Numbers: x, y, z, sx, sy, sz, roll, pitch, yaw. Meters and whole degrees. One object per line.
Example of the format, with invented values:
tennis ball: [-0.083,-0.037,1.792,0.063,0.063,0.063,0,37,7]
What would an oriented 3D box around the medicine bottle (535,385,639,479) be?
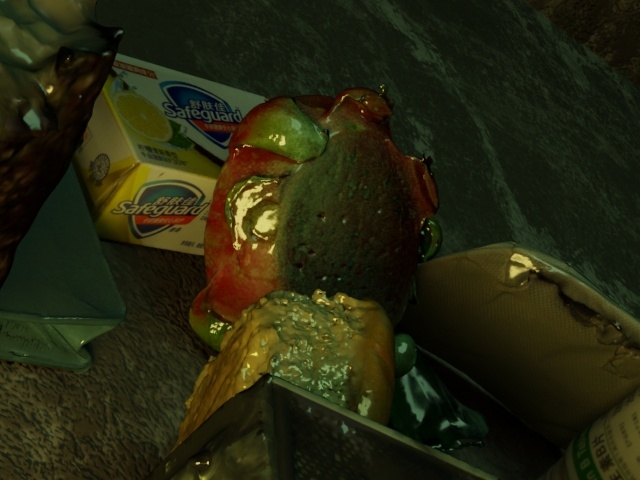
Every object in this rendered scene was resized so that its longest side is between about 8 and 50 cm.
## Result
medicine bottle: [0.298,0.230,1.312,0.139,0.237,0.139,32,33,-24]

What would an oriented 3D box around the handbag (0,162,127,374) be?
handbag: [-0.262,-0.009,1.092,0.179,0.062,0.229,16,37,-43]

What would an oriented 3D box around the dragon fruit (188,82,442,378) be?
dragon fruit: [0.000,0.000,1.258,0.268,0.130,0.295,-35,118,-39]

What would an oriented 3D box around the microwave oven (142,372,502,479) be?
microwave oven: [-0.028,0.292,0.729,0.218,0.286,0.355,28,34,-26]

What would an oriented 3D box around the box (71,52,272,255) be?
box: [-0.132,-0.077,1.335,0.265,0.097,0.168,13,39,-46]

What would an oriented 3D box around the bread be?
bread: [-0.034,0.149,0.979,0.121,0.246,0.174,22,31,-18]

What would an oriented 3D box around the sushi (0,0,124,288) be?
sushi: [-0.319,-0.078,0.845,0.299,0.294,0.281,38,29,3]

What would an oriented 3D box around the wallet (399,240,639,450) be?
wallet: [0.213,0.104,1.408,0.335,0.275,0.068,37,61,-15]

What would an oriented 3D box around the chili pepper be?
chili pepper: [0.076,0.131,1.358,0.216,0.062,0.108,50,27,19]
